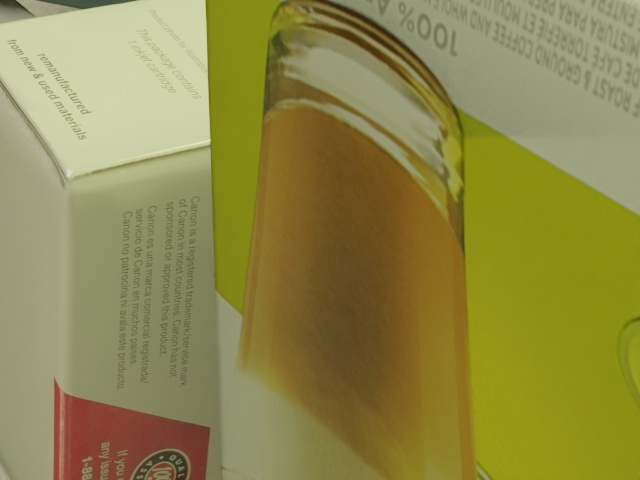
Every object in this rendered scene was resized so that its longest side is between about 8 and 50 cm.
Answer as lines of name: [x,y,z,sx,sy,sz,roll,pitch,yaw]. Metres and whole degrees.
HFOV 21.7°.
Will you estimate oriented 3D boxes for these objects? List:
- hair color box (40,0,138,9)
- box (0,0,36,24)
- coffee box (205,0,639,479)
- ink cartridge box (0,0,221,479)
hair color box: [-0.074,-0.272,1.045,0.185,0.114,0.374,14,39,27]
box: [-0.299,-0.077,1.051,0.231,0.127,0.262,-37,46,-13]
coffee box: [0.196,0.044,0.498,0.338,0.334,0.337,-20,38,-30]
ink cartridge box: [0.000,0.000,0.719,0.283,0.207,0.117,-14,41,-26]
